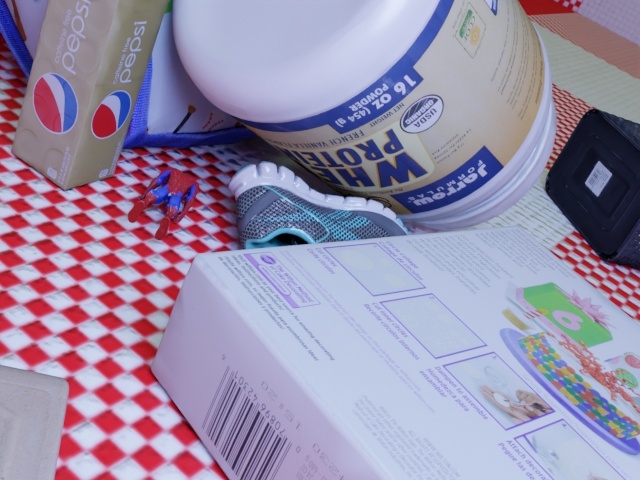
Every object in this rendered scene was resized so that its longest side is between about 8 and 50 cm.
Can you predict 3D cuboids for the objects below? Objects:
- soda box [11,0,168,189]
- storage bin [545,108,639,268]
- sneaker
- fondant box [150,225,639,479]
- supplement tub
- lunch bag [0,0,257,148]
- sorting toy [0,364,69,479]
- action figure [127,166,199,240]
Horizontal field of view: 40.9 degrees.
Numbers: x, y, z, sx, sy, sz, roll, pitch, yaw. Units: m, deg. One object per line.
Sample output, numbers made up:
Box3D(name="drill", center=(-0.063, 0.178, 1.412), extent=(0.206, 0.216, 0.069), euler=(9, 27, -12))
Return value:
Box3D(name="soda box", center=(-0.169, -0.132, 0.636), extent=(0.061, 0.181, 0.058), euler=(34, 29, 17))
Box3D(name="storage bin", center=(0.357, -0.060, 1.007), extent=(0.084, 0.122, 0.180), euler=(12, 30, -24))
Box3D(name="sneaker", center=(0.000, 0.000, 0.694), extent=(0.167, 0.065, 0.076), euler=(17, 53, -24))
Box3D(name="fondant box", center=(0.098, 0.101, 0.546), extent=(0.330, 0.096, 0.238), euler=(-6, 41, -44))
Box3D(name="supplement tub", center=(0.057, -0.148, 0.717), extent=(0.228, 0.228, 0.316), euler=(48, 10, 36))
Box3D(name="lunch bag", center=(-0.140, -0.277, 0.817), extent=(0.328, 0.239, 0.385), euler=(-16, 83, -53))
Box3D(name="sorting toy", center=(-0.212, 0.106, 0.352), extent=(0.193, 0.038, 0.208), euler=(16, 25, -18))
Box3D(name="action figure", center=(-0.120, -0.033, 0.671), extent=(0.038, 0.030, 0.115), euler=(29, 22, -5))
